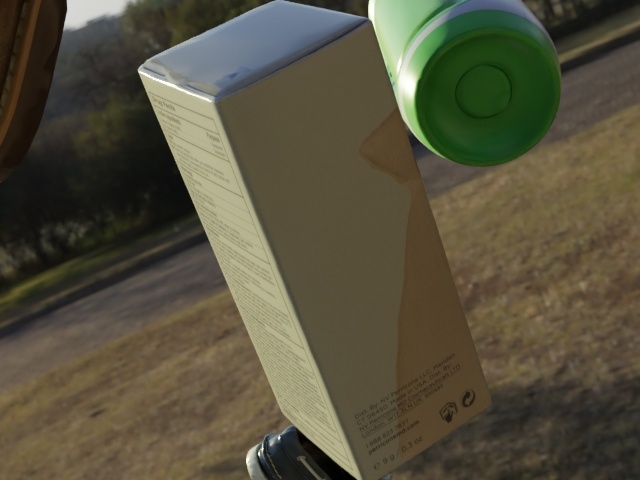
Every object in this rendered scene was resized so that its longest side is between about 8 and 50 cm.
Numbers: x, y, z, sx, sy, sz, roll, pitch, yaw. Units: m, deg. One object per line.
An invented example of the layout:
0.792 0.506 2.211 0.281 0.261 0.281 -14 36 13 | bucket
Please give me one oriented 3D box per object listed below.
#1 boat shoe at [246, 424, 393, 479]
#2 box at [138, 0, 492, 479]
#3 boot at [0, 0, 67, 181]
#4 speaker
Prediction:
0.035 0.267 1.258 0.079 0.254 0.095 -40 33 25 | boat shoe
0.000 0.000 0.816 0.121 0.311 0.148 -29 29 -18 | box
-0.136 -0.162 0.389 0.112 0.305 0.115 13 9 18 | boot
0.112 -0.166 0.958 0.131 0.131 0.296 -21 26 7 | speaker
